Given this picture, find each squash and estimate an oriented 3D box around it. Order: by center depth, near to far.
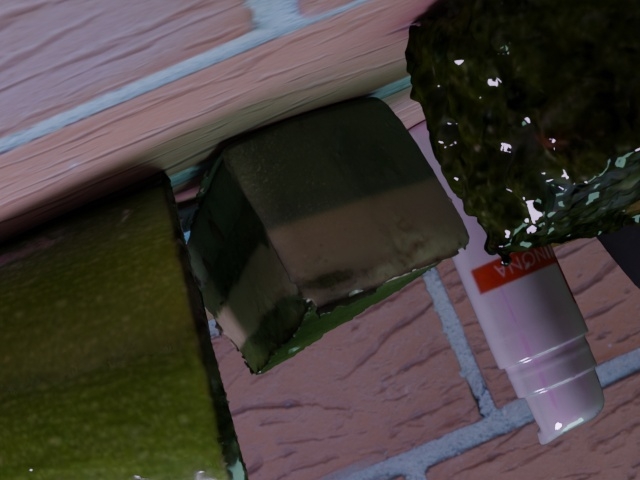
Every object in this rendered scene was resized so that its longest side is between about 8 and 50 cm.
[{"bbox_3d":[-0.226,0.130,1.334,0.309,0.310,0.310,-14,175,-6],"label":"squash"}]

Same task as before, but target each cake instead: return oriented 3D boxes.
[{"bbox_3d":[-0.003,0.002,1.450,0.172,0.158,0.283,-25,170,-20],"label":"cake"}]

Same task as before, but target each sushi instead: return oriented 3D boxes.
[{"bbox_3d":[0.235,-0.123,1.190,0.294,0.178,0.352,-28,171,24],"label":"sushi"}]

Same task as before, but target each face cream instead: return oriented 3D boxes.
[{"bbox_3d":[0.192,0.033,1.726,0.102,0.345,0.102,-24,175,-2],"label":"face cream"}]

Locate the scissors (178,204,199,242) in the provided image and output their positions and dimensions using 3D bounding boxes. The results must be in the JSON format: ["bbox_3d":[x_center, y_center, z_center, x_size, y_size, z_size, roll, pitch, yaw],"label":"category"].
[{"bbox_3d":[-0.113,-0.020,1.579,0.393,0.032,0.180,-21,175,-16],"label":"scissors"}]

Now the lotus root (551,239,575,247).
[{"bbox_3d":[0.216,-0.064,1.940,0.310,0.183,0.183,-17,174,-21],"label":"lotus root"}]

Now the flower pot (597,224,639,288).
[{"bbox_3d":[0.347,-0.105,1.559,0.379,0.251,0.379,-25,176,-2],"label":"flower pot"}]
